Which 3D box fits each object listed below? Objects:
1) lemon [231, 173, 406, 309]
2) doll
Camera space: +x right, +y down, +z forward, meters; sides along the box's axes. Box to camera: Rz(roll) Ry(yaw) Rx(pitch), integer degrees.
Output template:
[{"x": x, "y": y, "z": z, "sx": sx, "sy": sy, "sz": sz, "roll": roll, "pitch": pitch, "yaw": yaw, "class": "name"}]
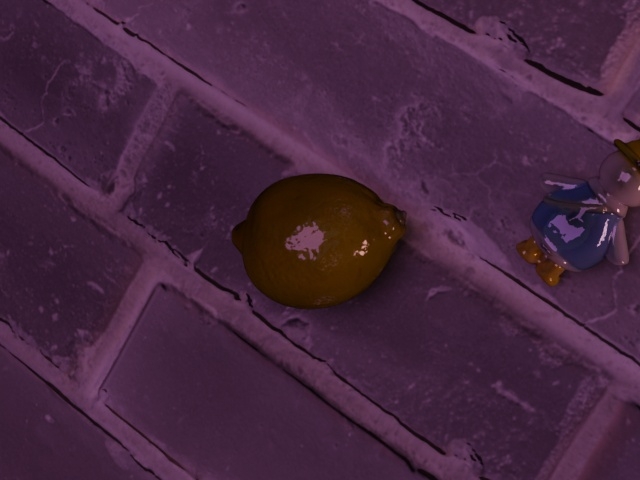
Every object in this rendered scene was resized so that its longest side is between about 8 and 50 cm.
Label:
[{"x": 0.000, "y": 0.000, "z": 1.959, "sx": 0.248, "sy": 0.184, "sz": 0.184, "roll": -5, "pitch": 84, "yaw": 21, "class": "lemon"}, {"x": 0.351, "y": -0.044, "z": 1.830, "sx": 0.241, "sy": 0.099, "sz": 0.135, "roll": -44, "pitch": 46, "yaw": 16, "class": "doll"}]
